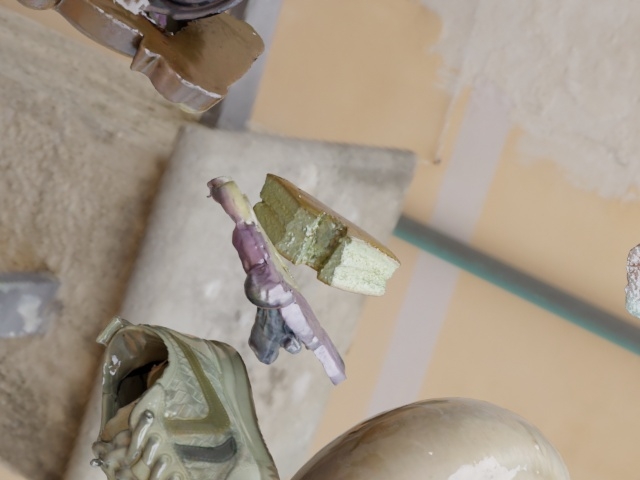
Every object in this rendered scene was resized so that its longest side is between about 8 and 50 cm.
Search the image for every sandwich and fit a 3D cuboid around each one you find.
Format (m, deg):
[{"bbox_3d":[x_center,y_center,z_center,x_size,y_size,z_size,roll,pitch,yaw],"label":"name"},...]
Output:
[{"bbox_3d":[0.000,0.000,1.701,0.090,0.244,0.088,-58,177,14],"label":"sandwich"}]

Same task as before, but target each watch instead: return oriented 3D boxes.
[{"bbox_3d":[-0.155,-0.382,1.387,0.327,0.335,0.314,-46,-173,33],"label":"watch"}]

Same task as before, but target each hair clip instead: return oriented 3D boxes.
[{"bbox_3d":[-0.038,0.032,0.867,0.056,0.146,0.187,-25,146,-9],"label":"hair clip"}]

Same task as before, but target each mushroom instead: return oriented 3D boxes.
[{"bbox_3d":[0.099,0.292,0.970,0.292,0.290,0.292,-21,149,-13],"label":"mushroom"}]

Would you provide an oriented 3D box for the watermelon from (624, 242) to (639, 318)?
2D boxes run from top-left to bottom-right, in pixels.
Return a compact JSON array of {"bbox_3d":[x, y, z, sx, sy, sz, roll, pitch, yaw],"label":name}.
[{"bbox_3d":[0.424,0.044,1.318,0.081,0.180,0.094,-117,-144,-71],"label":"watermelon"}]

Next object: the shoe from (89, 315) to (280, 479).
[{"bbox_3d":[-0.103,0.150,0.793,0.098,0.275,0.103,32,108,-28],"label":"shoe"}]
